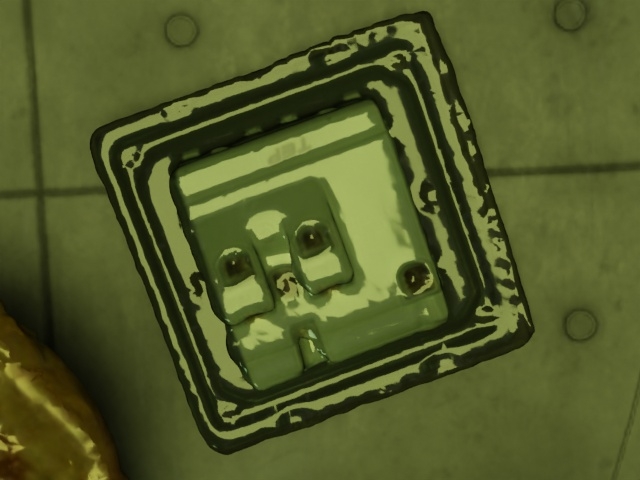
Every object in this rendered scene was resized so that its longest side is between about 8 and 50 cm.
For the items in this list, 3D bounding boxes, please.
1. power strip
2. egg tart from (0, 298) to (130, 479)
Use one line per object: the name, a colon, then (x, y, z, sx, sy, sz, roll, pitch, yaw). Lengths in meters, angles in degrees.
power strip: (-0.001, -0.002, 0.709, 0.257, 0.092, 0.251, -21, 91, -1)
egg tart: (-0.326, 0.214, 0.693, 0.443, 0.178, 0.443, 0, 93, 0)
